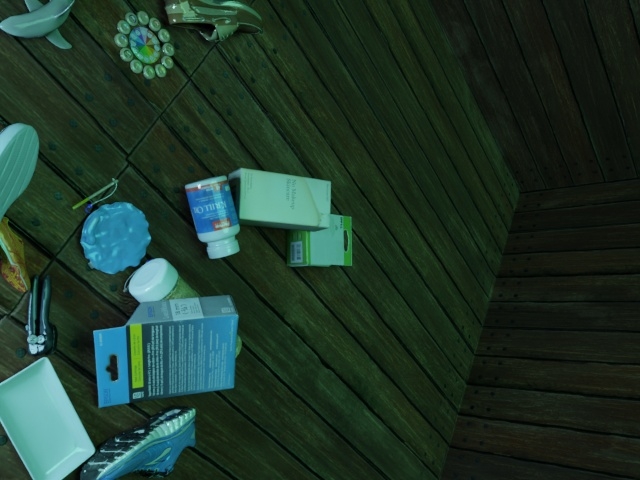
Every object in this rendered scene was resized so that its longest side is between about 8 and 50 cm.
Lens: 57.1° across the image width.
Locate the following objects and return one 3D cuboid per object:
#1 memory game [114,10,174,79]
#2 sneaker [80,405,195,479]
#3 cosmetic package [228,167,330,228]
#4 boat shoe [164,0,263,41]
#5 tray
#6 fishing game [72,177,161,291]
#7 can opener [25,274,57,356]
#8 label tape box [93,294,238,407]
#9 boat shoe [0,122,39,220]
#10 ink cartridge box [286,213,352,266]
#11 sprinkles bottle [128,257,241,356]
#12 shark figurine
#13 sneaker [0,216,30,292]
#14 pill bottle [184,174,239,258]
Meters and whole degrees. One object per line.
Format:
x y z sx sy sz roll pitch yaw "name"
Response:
-0.476 -0.534 1.610 0.186 0.012 0.186 8 80 -49 "memory game"
-0.431 0.539 1.461 0.330 0.130 0.147 -18 97 -50 "sneaker"
-0.127 -0.121 1.832 0.310 0.113 0.160 4 82 -29 "cosmetic package"
-0.318 -0.649 1.742 0.324 0.123 0.119 0 91 -42 "boat shoe"
-0.624 0.411 1.319 0.145 0.030 0.270 -36 113 -45 "tray"
-0.518 -0.005 1.485 0.189 0.041 0.264 -47 127 -33 "fishing game"
-0.633 0.169 1.325 0.059 0.073 0.186 -5 86 -12 "can opener"
-0.382 0.271 1.466 0.334 0.106 0.240 -3 119 -20 "label tape box"
-0.703 -0.106 1.205 0.121 0.119 0.335 83 23 -65 "boat shoe"
0.000 0.000 2.059 0.255 0.097 0.188 6 81 -51 "ink cartridge box"
-0.354 0.202 1.579 0.355 0.121 0.121 55 48 -36 "sprinkles bottle"
-0.612 -0.573 1.377 0.166 0.116 0.278 29 66 -46 "shark figurine"
-0.669 0.030 1.283 0.067 0.064 0.175 -41 120 -55 "sneaker"
-0.301 -0.067 1.682 0.124 0.124 0.221 -25 105 -48 "pill bottle"
